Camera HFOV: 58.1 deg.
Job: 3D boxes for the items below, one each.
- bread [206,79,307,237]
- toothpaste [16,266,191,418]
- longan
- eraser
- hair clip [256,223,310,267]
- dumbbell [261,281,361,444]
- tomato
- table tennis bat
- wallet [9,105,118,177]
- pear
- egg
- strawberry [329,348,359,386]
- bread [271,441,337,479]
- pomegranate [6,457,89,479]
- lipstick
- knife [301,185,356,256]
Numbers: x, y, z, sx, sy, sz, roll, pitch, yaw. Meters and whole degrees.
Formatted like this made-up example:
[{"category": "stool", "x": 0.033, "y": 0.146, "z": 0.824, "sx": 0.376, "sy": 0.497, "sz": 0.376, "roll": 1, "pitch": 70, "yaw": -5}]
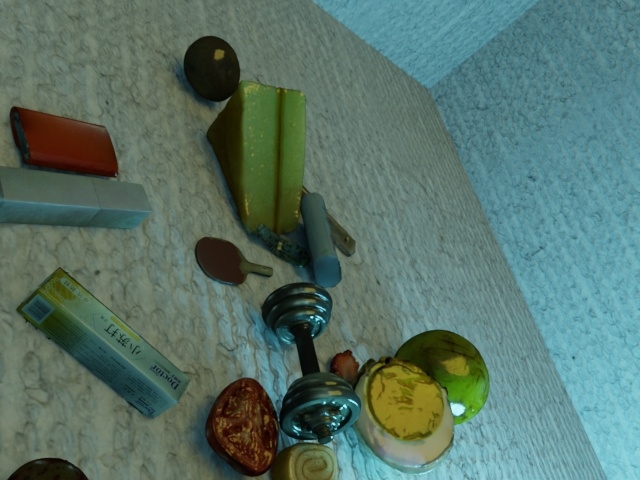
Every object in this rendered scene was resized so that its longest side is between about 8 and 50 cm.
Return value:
[{"category": "bread", "x": -0.132, "y": -0.211, "z": 1.597, "sx": 0.233, "sy": 0.245, "sz": 0.362, "roll": -3, "pitch": 65, "yaw": -42}, {"category": "toothpaste", "x": -0.377, "y": 0.188, "z": 1.018, "sx": 0.313, "sy": 0.089, "sz": 0.071, "roll": 46, "pitch": 27, "yaw": -14}, {"category": "longan", "x": -0.320, "y": -0.506, "z": 1.706, "sx": 0.167, "sy": 0.167, "sz": 0.187, "roll": -25, "pitch": 94, "yaw": -59}, {"category": "eraser", "x": 0.000, "y": 0.000, "z": 1.673, "sx": 0.174, "sy": 0.081, "sz": 0.227, "roll": 82, "pitch": -5, "yaw": -56}, {"category": "hair clip", "x": -0.107, "y": 0.013, "z": 1.594, "sx": 0.229, "sy": 0.036, "sz": 0.066, "roll": 37, "pitch": 60, "yaw": -45}, {"category": "dumbbell", "x": -0.028, "y": 0.263, "z": 1.299, "sx": 0.179, "sy": 0.179, "sz": 0.406, "roll": 29, "pitch": 31, "yaw": -36}, {"category": "tomato", "x": -0.158, "y": 0.371, "z": 1.146, "sx": 0.166, "sy": 0.082, "sz": 0.174, "roll": 46, "pitch": 35, "yaw": -13}, {"category": "table tennis bat", "x": -0.212, "y": 0.057, "z": 1.440, "sx": 0.234, "sy": 0.022, "sz": 0.131, "roll": 17, "pitch": 46, "yaw": -44}, {"category": "wallet", "x": -0.537, "y": -0.203, "z": 1.218, "sx": 0.204, "sy": 0.045, "sz": 0.142, "roll": 4, "pitch": 55, "yaw": -53}, {"category": "pear", "x": 0.337, "y": 0.391, "z": 1.647, "sx": 0.283, "sy": 0.283, "sz": 0.284, "roll": 35, "pitch": 36, "yaw": -30}, {"category": "egg", "x": 0.182, "y": 0.447, "z": 1.463, "sx": 0.286, "sy": 0.174, "sz": 0.264, "roll": 38, "pitch": 57, "yaw": 0}, {"category": "strawberry", "x": 0.064, "y": 0.348, "z": 1.512, "sx": 0.104, "sy": 0.048, "sz": 0.152, "roll": 46, "pitch": 22, "yaw": -3}, {"category": "bread", "x": -0.035, "y": 0.493, "z": 1.214, "sx": 0.149, "sy": 0.073, "sz": 0.122, "roll": 22, "pitch": 49, "yaw": -40}, {"category": "pomegranate", "x": -0.381, "y": 0.368, "z": 0.800, "sx": 0.130, "sy": 0.130, "sz": 0.130, "roll": 35, "pitch": 36, "yaw": -30}, {"category": "lipstick", "x": -0.507, "y": -0.079, "z": 1.108, "sx": 0.371, "sy": 0.076, "sz": 0.080, "roll": 2, "pitch": 58, "yaw": -54}, {"category": "knife", "x": -0.013, "y": -0.078, "z": 1.829, "sx": 0.365, "sy": 0.043, "sz": 0.089, "roll": 44, "pitch": 65, "yaw": -21}]
